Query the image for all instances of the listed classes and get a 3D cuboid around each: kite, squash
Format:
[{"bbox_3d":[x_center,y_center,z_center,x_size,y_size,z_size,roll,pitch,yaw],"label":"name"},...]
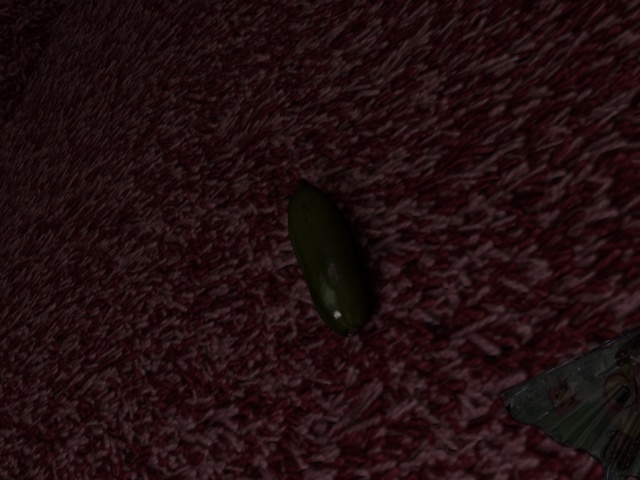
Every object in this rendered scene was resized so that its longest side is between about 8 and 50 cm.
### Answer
[{"bbox_3d":[0.292,0.173,0.810,0.323,0.013,0.267,21,79,57],"label":"kite"},{"bbox_3d":[0.000,0.000,1.236,0.094,0.094,0.340,-43,37,21],"label":"squash"}]
